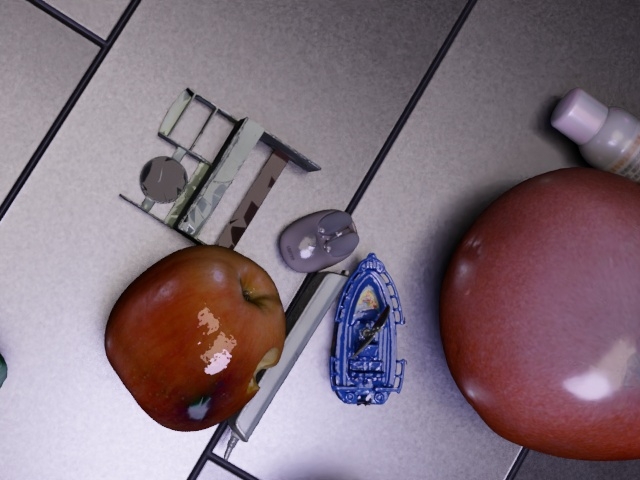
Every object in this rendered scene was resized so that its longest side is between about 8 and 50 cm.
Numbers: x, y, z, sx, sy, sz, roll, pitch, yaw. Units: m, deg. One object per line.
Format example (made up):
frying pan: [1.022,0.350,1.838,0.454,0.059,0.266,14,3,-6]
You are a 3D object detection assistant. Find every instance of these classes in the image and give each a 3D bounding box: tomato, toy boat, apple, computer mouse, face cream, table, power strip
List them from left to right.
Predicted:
apple: [-0.126,0.098,1.271,0.199,0.199,0.199,0,88,-13]
table: [-0.113,-0.067,1.342,0.175,0.062,0.146,33,81,-13]
power strip: [-0.045,0.134,1.349,0.027,0.060,0.253,34,81,-10]
computer mouse: [0.000,0.000,1.375,0.096,0.039,0.066,-20,93,-13]
toy boat: [0.059,0.100,1.350,0.091,0.110,0.175,3,85,-13]
tomato: [0.310,0.082,1.324,0.341,0.273,0.342,0,88,-13]
face cream: [0.396,-0.090,1.448,0.269,0.082,0.082,35,81,-10]

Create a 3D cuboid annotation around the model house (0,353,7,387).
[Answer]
model house: [-0.524,0.117,1.201,0.325,0.194,0.267,38,83,5]
